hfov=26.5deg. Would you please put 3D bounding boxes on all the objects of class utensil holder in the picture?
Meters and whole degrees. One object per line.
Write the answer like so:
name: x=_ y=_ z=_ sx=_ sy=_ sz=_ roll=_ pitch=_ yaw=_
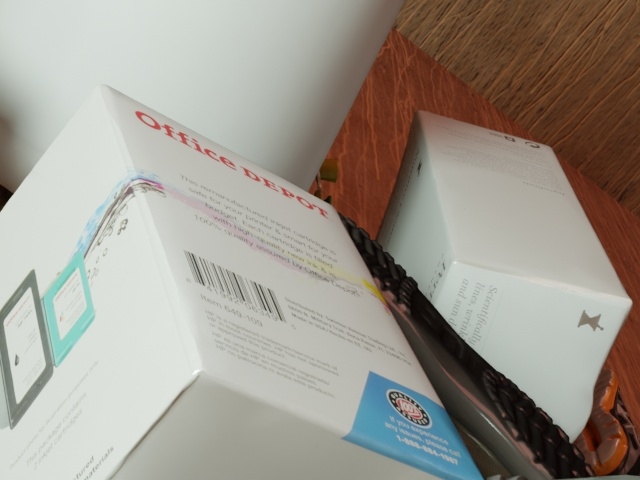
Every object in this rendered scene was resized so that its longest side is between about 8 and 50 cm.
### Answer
utensil holder: x=-0.088 y=-0.221 z=1.108 sx=0.328 sy=0.385 sz=0.327 roll=26 pitch=20 yaw=-10

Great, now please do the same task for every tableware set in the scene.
tableware set: x=0.000 y=0.000 z=1.249 sx=0.024 sy=0.154 sz=0.104 roll=4 pitch=22 yaw=-4

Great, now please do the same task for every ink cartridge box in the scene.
ink cartridge box: x=-0.079 y=0.085 z=0.782 sx=0.198 sy=0.197 sz=0.270 roll=27 pitch=22 yaw=-34

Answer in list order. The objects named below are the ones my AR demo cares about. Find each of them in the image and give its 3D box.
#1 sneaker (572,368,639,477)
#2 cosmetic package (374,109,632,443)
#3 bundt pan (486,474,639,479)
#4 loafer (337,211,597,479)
sneaker: x=0.303 y=0.211 z=1.457 sx=0.083 sy=0.084 sz=0.215 roll=50 pitch=19 yaw=-13
cosmetic package: x=0.139 y=0.049 z=1.228 sx=0.156 sy=0.217 sz=0.385 roll=15 pitch=20 yaw=-5
bundt pan: x=0.190 y=0.273 z=0.723 sx=0.331 sy=0.124 sz=0.330 roll=-16 pitch=90 yaw=-73
loafer: x=0.079 y=0.143 z=0.986 sx=0.366 sy=0.130 sz=0.134 roll=48 pitch=14 yaw=7
